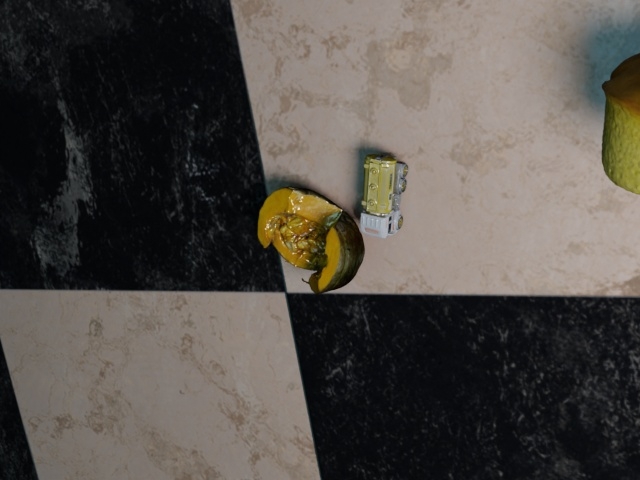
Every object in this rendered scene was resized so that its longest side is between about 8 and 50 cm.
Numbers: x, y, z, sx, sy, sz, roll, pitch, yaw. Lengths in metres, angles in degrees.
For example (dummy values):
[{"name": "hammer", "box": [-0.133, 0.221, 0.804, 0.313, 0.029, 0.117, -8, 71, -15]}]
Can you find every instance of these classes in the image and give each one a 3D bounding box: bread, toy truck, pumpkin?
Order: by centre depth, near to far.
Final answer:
[{"name": "bread", "box": [0.434, -0.131, 1.154, 0.270, 0.270, 0.148, 13, 119, 26]}, {"name": "toy truck", "box": [0.085, -0.064, 1.496, 0.052, 0.063, 0.123, 14, 115, 25]}, {"name": "pumpkin", "box": [0.000, 0.000, 1.544, 0.183, 0.107, 0.119, 46, 122, 36]}]
